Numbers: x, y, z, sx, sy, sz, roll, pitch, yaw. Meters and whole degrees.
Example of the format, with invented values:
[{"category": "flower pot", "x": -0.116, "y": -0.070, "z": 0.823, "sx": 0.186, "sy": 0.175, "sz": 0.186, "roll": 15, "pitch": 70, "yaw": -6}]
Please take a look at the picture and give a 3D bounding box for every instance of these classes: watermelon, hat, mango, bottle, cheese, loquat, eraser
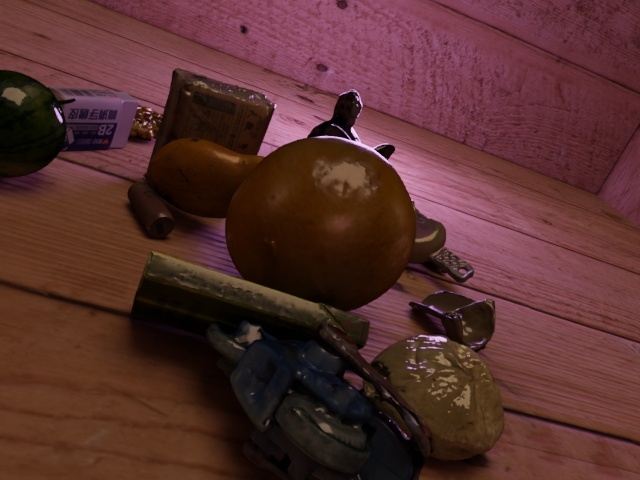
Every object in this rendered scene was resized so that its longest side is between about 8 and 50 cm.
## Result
[{"category": "watermelon", "x": -0.547, "y": -0.211, "z": 1.163, "sx": 0.188, "sy": 0.188, "sz": 0.215, "roll": 22, "pitch": 36, "yaw": -4}, {"category": "hat", "x": 0.263, "y": 0.161, "z": 1.321, "sx": 0.147, "sy": 0.085, "sz": 0.175, "roll": -13, "pitch": 18, "yaw": -40}, {"category": "mango", "x": -0.210, "y": -0.116, "z": 1.253, "sx": 0.262, "sy": 0.157, "sz": 0.109, "roll": 7, "pitch": 26, "yaw": 21}, {"category": "bottle", "x": -0.320, "y": -0.059, "z": 1.233, "sx": 0.053, "sy": 0.053, "sz": 0.140, "roll": 6, "pitch": 27, "yaw": -38}, {"category": "cheese", "x": 0.246, "y": 0.007, "z": 1.566, "sx": 0.163, "sy": 0.082, "sz": 0.286, "roll": -35, "pitch": 56, "yaw": -27}, {"category": "loquat", "x": 0.000, "y": 0.000, "z": 1.115, "sx": 0.328, "sy": 0.328, "sz": 0.360, "roll": 15, "pitch": 59, "yaw": -22}, {"category": "eraser", "x": -0.501, "y": -0.262, "z": 1.420, "sx": 0.068, "sy": 0.125, "sz": 0.210, "roll": 32, "pitch": 23, "yaw": 22}]

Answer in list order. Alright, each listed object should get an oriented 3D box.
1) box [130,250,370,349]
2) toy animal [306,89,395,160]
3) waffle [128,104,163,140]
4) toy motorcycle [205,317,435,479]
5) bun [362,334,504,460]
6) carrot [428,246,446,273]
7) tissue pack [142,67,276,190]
[{"category": "box", "x": -0.104, "y": 0.108, "z": 0.930, "sx": 0.311, "sy": 0.173, "sz": 0.043, "roll": 19, "pitch": 62, "yaw": -13}, {"category": "toy animal", "x": 0.060, "y": -0.194, "z": 1.601, "sx": 0.194, "sy": 0.303, "sz": 0.344, "roll": 11, "pitch": 24, "yaw": -23}, {"category": "waffle", "x": -0.504, "y": -0.321, "z": 1.643, "sx": 0.243, "sy": 0.059, "sz": 0.238, "roll": 13, "pitch": 23, "yaw": -22}, {"category": "toy motorcycle", "x": -0.011, "y": 0.218, "z": 0.810, "sx": 0.182, "sy": 0.241, "sz": 0.319, "roll": -35, "pitch": 33, "yaw": -15}, {"category": "bun", "x": 0.178, "y": 0.223, "z": 0.978, "sx": 0.220, "sy": 0.134, "sz": 0.220, "roll": 21, "pitch": 21, "yaw": -9}, {"category": "carrot", "x": 0.246, "y": -0.008, "z": 1.679, "sx": 0.070, "sy": 0.070, "sz": 0.260, "roll": 5, "pitch": 29, "yaw": -39}, {"category": "tissue pack", "x": -0.236, "y": -0.205, "z": 1.381, "sx": 0.214, "sy": 0.257, "sz": 0.123, "roll": 12, "pitch": 28, "yaw": -27}]
